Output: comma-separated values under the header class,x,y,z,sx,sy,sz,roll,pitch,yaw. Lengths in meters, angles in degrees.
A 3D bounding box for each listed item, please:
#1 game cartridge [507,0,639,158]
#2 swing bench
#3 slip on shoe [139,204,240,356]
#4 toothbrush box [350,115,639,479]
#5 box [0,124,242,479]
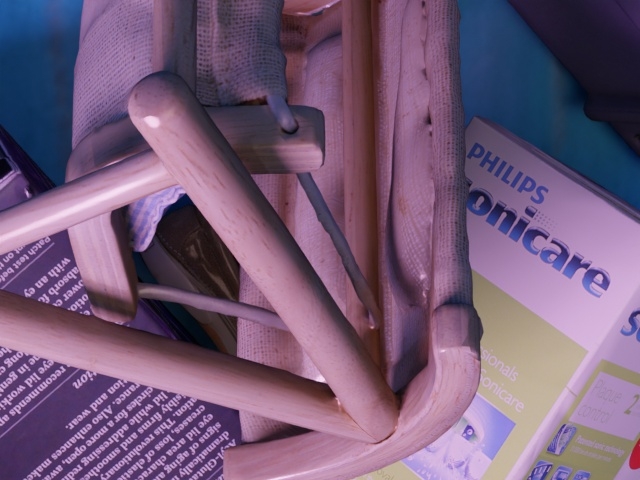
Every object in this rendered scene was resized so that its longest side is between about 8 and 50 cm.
class,x,y,z,sx,sy,sz,roll,pitch,yaw
game cartridge,0.140,-0.142,0.756,0.355,0.230,0.068,43,76,-30
swing bench,-0.034,-0.071,0.646,0.165,0.253,0.254,-19,147,30
slip on shoe,-0.034,0.035,0.859,0.041,0.051,0.135,-35,113,10
toothbrush box,0.085,0.108,0.854,0.283,0.122,0.206,-59,147,6
box,-0.124,0.049,0.768,0.108,0.153,0.207,-42,121,-3
